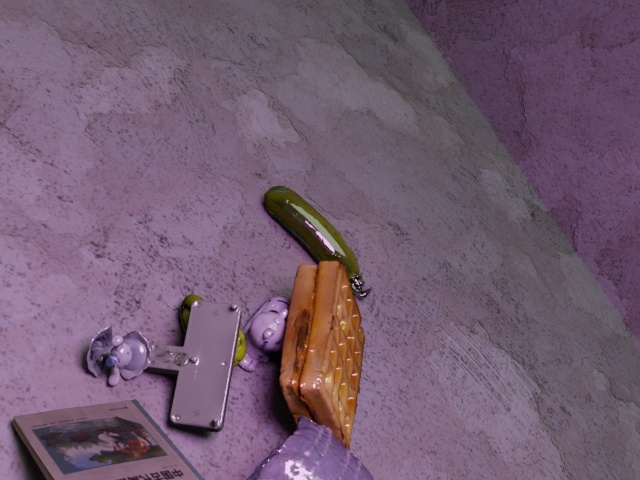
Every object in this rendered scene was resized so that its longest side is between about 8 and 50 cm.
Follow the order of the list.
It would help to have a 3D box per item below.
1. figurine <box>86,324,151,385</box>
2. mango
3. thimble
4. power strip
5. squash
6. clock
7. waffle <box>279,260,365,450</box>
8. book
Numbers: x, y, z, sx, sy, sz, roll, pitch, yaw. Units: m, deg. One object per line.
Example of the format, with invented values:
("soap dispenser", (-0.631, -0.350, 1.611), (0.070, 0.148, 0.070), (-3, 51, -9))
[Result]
("figurine", (-0.330, 0.187, 1.280), (0.082, 0.094, 0.086), (12, -3, 18))
("mango", (-0.198, 0.165, 1.435), (0.091, 0.074, 0.165), (-4, 44, -51))
("thimble", (-0.028, 0.399, 1.245), (0.172, 0.205, 0.236), (45, 36, 4))
("power strip", (-0.218, 0.203, 1.330), (0.145, 0.061, 0.216), (6, 65, 1))
("squash", (0.000, 0.000, 1.785), (0.331, 0.087, 0.087), (47, 35, 3))
("clock", (-0.089, 0.159, 1.505), (0.080, 0.117, 0.176), (43, 35, -2))
("waffle", (0.007, 0.215, 1.478), (0.328, 0.098, 0.224), (-78, 154, -48))
("book", (-0.286, 0.320, 1.124), (0.215, 0.025, 0.282), (1, 25, -46))
